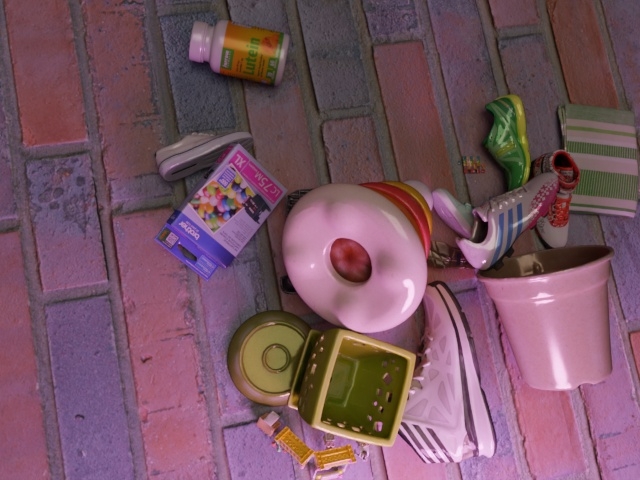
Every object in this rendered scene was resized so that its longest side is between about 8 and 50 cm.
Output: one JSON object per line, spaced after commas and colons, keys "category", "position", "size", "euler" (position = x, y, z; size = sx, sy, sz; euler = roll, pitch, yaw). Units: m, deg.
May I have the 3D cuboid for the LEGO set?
{"category": "LEGO set", "position": [-0.025, 0.519, 1.533], "size": [0.286, 0.107, 0.132], "euler": [11, 44, -3]}

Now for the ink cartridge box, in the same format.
{"category": "ink cartridge box", "position": [-0.244, -0.067, 1.558], "size": [0.186, 0.065, 0.311], "euler": [43, 80, -26]}

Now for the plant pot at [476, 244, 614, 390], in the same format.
{"category": "plant pot", "position": [0.593, 0.198, 1.582], "size": [0.333, 0.334, 0.306], "euler": [-14, 94, -12]}

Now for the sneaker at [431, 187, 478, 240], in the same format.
{"category": "sneaker", "position": [0.422, -0.083, 1.692], "size": [0.256, 0.094, 0.151], "euler": [44, 82, -10]}

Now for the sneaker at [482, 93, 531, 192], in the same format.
{"category": "sneaker", "position": [0.518, -0.255, 1.749], "size": [0.123, 0.109, 0.296], "euler": [-7, 84, 15]}

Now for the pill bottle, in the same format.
{"category": "pill bottle", "position": [-0.212, -0.496, 1.632], "size": [0.245, 0.136, 0.137], "euler": [10, 79, -8]}

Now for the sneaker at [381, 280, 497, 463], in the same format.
{"category": "sneaker", "position": [0.258, 0.331, 1.560], "size": [0.257, 0.169, 0.448], "euler": [-12, 71, 1]}

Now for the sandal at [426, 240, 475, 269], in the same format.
{"category": "sandal", "position": [0.352, 0.043, 1.683], "size": [0.180, 0.049, 0.072], "euler": [7, 92, -6]}

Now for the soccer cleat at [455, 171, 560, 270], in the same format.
{"category": "soccer cleat", "position": [0.479, -0.074, 1.598], "size": [0.143, 0.116, 0.331], "euler": [42, 80, -10]}

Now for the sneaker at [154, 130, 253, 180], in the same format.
{"category": "sneaker", "position": [-0.300, -0.240, 1.600], "size": [0.258, 0.094, 0.091], "euler": [-22, 65, -21]}

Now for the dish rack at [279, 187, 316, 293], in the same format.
{"category": "dish rack", "position": [0.000, 0.000, 1.622], "size": [0.208, 0.074, 0.272], "euler": [0, 79, -11]}

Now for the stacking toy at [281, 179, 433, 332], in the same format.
{"category": "stacking toy", "position": [0.163, -0.027, 1.516], "size": [0.351, 0.350, 0.480], "euler": [52, 38, 2]}

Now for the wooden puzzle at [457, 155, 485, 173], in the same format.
{"category": "wooden puzzle", "position": [0.426, -0.214, 1.761], "size": [0.083, 0.006, 0.050], "euler": [-1, 81, -10]}

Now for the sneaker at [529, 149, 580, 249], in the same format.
{"category": "sneaker", "position": [0.648, -0.113, 1.711], "size": [0.090, 0.145, 0.270], "euler": [-5, 82, -11]}

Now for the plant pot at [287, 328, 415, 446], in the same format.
{"category": "plant pot", "position": [0.059, 0.337, 1.486], "size": [0.228, 0.207, 0.227], "euler": [22, 78, -25]}

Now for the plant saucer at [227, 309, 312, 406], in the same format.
{"category": "plant saucer", "position": [-0.112, 0.295, 1.568], "size": [0.240, 0.037, 0.241], "euler": [2, 81, -10]}

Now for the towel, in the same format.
{"category": "towel", "position": [0.807, -0.232, 1.816], "size": [0.247, 0.038, 0.325], "euler": [5, 78, -10]}
